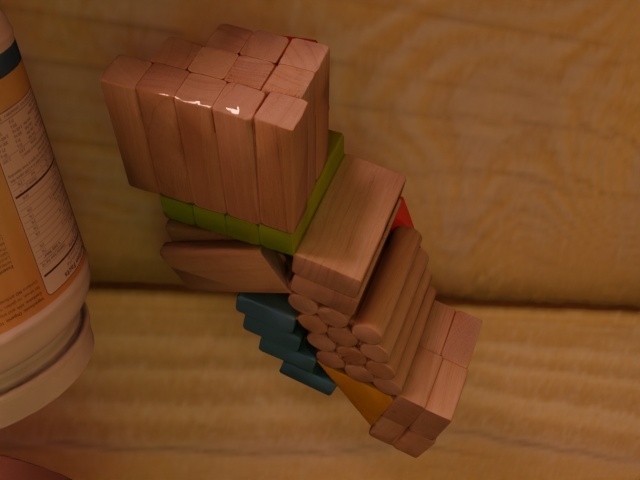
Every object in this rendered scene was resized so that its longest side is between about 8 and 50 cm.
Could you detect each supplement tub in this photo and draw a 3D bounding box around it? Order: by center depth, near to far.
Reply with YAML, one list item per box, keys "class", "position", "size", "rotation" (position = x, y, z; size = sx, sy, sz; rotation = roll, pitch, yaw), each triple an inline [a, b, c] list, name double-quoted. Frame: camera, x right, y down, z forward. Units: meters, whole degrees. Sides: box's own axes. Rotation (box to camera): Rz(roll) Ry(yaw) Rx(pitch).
- class: "supplement tub"
  position: [-0.204, -0.012, 0.431]
  size: [0.144, 0.144, 0.200]
  rotation: [-16, 119, -12]

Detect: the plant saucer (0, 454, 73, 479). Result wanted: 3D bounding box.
- class: "plant saucer"
  position: [-0.247, 0.169, 0.489]
  size: [0.277, 0.041, 0.278]
  rotation: [-1, 148, 0]

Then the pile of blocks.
- class: "pile of blocks"
  position: [0.000, 0.000, 0.548]
  size: [0.362, 0.149, 0.113]
  rotation: [60, 44, -39]
